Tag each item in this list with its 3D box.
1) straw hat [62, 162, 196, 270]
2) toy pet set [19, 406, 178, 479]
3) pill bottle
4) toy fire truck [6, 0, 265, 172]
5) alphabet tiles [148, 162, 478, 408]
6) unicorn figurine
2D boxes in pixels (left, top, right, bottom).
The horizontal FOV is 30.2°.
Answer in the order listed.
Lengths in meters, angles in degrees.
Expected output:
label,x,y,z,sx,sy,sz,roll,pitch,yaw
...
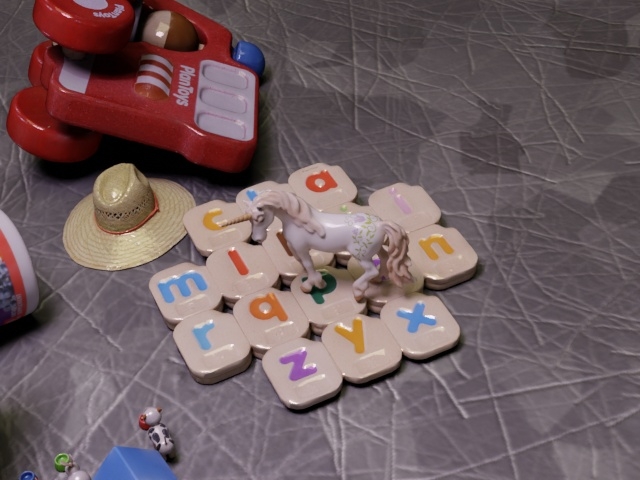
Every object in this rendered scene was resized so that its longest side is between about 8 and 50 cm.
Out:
label,x,y,z,sx,sy,sz,roll,pitch,yaw
straw hat,-0.196,-0.040,1.175,0.145,0.061,0.144,-5,41,4
toy pet set,-0.168,0.175,0.921,0.122,0.065,0.114,-27,44,-20
pill bottle,-0.358,0.050,1.044,0.193,0.108,0.108,-24,43,-29
toy fire truck,-0.186,-0.189,1.284,0.254,0.169,0.302,16,32,-12
alphabet tiles,-0.006,0.034,1.091,0.284,0.021,0.278,-21,45,-15
unicorn figurine,0.000,0.000,1.028,0.162,0.111,0.060,-5,44,1
